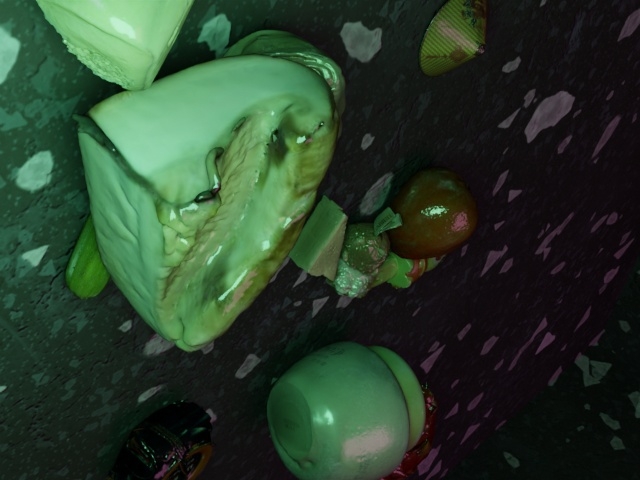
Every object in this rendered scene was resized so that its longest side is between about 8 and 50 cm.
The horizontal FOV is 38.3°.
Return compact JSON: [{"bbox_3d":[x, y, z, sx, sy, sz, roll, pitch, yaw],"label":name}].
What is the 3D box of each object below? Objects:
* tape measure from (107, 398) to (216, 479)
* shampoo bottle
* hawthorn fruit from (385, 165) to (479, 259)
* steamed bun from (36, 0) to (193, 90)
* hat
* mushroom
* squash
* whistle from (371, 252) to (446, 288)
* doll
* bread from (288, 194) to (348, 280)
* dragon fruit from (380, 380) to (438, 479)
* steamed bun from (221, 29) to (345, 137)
[{"bbox_3d":[-0.308,0.420,1.803,0.202,0.135,0.223,-32,150,-49],"label":"tape measure"},{"bbox_3d":[0.052,0.395,2.084,0.317,0.322,0.322,-15,137,-36],"label":"shampoo bottle"},{"bbox_3d":[0.219,-0.040,1.970,0.251,0.199,0.199,-38,152,6],"label":"hawthorn fruit"},{"bbox_3d":[-0.221,-0.312,1.058,0.225,0.170,0.200,-64,-175,-8],"label":"steamed bun"},{"bbox_3d":[0.279,-0.377,1.748,0.193,0.082,0.193,-37,149,-26],"label":"hat"},{"bbox_3d":[-0.149,-0.040,1.280,0.313,0.224,0.397,-35,151,-32],"label":"mushroom"},{"bbox_3d":[-0.311,-0.014,1.348,0.069,0.069,0.239,-1,125,-54],"label":"squash"},{"bbox_3d":[0.193,0.040,2.089,0.288,0.106,0.131,-28,138,-35],"label":"whistle"},{"bbox_3d":[0.086,0.021,1.914,0.115,0.105,0.221,-77,-170,-65],"label":"doll"},{"bbox_3d":[0.016,-0.003,1.813,0.105,0.077,0.152,13,116,-55],"label":"bread"},{"bbox_3d":[0.159,0.503,2.426,0.342,0.277,0.277,-50,152,-9],"label":"dragon fruit"},{"bbox_3d":[-0.069,-0.223,1.367,0.211,0.144,0.218,-2,144,1],"label":"steamed bun"}]
